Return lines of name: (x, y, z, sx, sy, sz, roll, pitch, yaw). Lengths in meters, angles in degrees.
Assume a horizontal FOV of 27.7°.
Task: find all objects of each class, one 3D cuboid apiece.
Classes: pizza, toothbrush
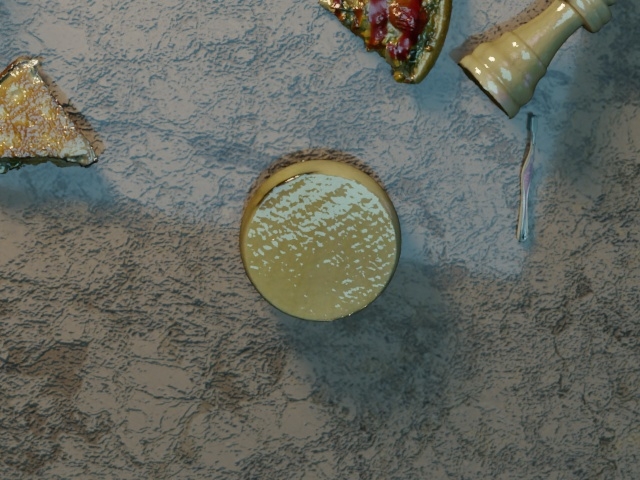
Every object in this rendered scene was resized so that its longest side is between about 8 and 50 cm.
pizza: (0.095, -0.334, 1.931, 0.199, 0.062, 0.188, 10, 101, -4)
toothbrush: (0.322, -0.095, 2.021, 0.017, 0.022, 0.204, -3, 105, -18)
pizza: (-0.420, -0.166, 1.957, 0.195, 0.052, 0.185, 29, 94, -5)

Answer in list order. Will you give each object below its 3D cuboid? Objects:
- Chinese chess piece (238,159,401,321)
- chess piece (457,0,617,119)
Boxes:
Chinese chess piece: (0.000, 0.000, 1.993, 0.250, 0.097, 0.251, 0, 104, -1)
chess piece: (0.384, -0.357, 1.915, 0.397, 0.117, 0.117, -44, 102, 7)
